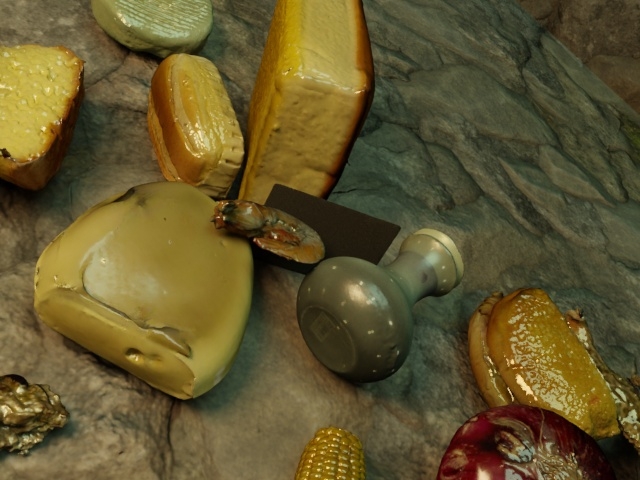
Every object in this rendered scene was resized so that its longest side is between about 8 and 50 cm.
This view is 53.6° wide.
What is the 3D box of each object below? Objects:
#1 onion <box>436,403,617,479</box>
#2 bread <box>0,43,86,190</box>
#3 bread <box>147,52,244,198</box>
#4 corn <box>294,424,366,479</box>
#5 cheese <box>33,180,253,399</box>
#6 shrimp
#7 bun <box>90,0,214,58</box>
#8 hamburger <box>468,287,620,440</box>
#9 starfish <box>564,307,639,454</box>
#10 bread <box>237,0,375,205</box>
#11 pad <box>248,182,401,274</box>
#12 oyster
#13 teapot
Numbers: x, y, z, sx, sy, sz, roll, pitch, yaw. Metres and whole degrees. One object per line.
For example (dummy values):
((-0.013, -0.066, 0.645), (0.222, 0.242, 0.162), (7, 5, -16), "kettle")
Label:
((0.264, 0.331, 0.811), (0.246, 0.190, 0.246), (8, 66, -19), "onion")
((-0.397, -0.148, 0.842), (0.129, 0.134, 0.260), (11, 43, -11), "bread")
((-0.202, -0.179, 0.987), (0.106, 0.140, 0.236), (1, 53, -36), "bread")
((-0.003, 0.340, 0.696), (0.102, 0.102, 0.313), (30, 43, -7), "corn")
((-0.201, 0.032, 0.822), (0.259, 0.128, 0.316), (37, 39, -16), "cheese")
((-0.064, -0.015, 0.848), (0.187, 0.052, 0.132), (11, 15, -44), "shrimp")
((-0.306, -0.411, 1.146), (0.221, 0.108, 0.221), (15, 55, -23), "bun")
((0.318, 0.205, 0.991), (0.156, 0.144, 0.283), (-11, 59, -26), "hamburger")
((0.550, 0.319, 1.027), (0.324, 0.082, 0.432), (14, 48, -48), "starfish")
((-0.031, -0.209, 0.995), (0.143, 0.324, 0.333), (12, 49, -13), "bread")
((0.000, 0.000, 0.963), (0.211, 0.143, 0.003), (19, 33, -19), "pad")
((-0.352, 0.176, 0.650), (0.177, 0.056, 0.105), (17, 39, -14), "oyster")
((0.093, 0.079, 0.908), (0.251, 0.183, 0.183), (-31, 74, -38), "teapot")
